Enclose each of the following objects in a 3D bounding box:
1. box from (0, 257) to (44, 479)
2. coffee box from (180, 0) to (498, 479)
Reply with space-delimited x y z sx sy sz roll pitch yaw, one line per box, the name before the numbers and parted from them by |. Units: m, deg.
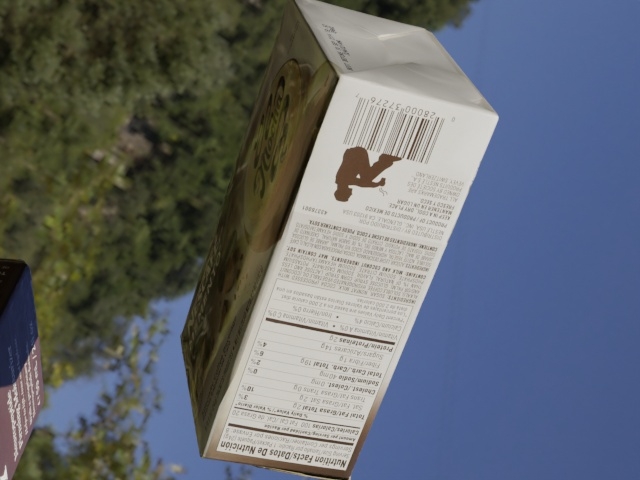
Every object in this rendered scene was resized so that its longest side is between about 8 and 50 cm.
box | -0.345 0.132 1.080 0.203 0.167 0.168 -81 175 -56
coffee box | 0.000 0.000 0.916 0.168 0.118 0.297 -112 -142 -59
